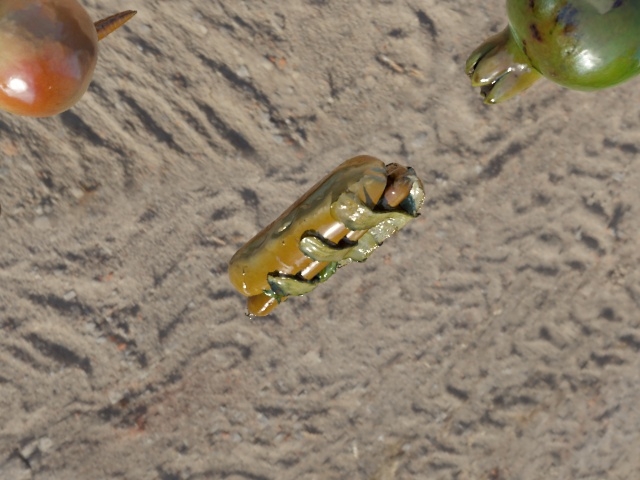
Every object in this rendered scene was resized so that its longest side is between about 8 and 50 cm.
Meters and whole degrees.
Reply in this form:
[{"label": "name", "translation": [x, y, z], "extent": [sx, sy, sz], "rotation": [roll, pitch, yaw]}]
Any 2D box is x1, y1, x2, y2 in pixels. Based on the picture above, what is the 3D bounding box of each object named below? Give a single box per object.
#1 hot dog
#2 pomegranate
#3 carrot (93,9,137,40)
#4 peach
[{"label": "hot dog", "translation": [0.000, 0.000, 0.821], "extent": [0.109, 0.072, 0.269], "rotation": [4, 145, -45]}, {"label": "pomegranate", "translation": [0.273, -0.249, 0.902], "extent": [0.159, 0.241, 0.189], "rotation": [-69, 149, -52]}, {"label": "carrot", "translation": [-0.389, -0.319, 1.295], "extent": [0.216, 0.048, 0.048], "rotation": [-29, 131, -9]}, {"label": "peach", "translation": [-0.372, -0.245, 1.012], "extent": [0.184, 0.184, 0.184], "rotation": [-19, 127, -27]}]
